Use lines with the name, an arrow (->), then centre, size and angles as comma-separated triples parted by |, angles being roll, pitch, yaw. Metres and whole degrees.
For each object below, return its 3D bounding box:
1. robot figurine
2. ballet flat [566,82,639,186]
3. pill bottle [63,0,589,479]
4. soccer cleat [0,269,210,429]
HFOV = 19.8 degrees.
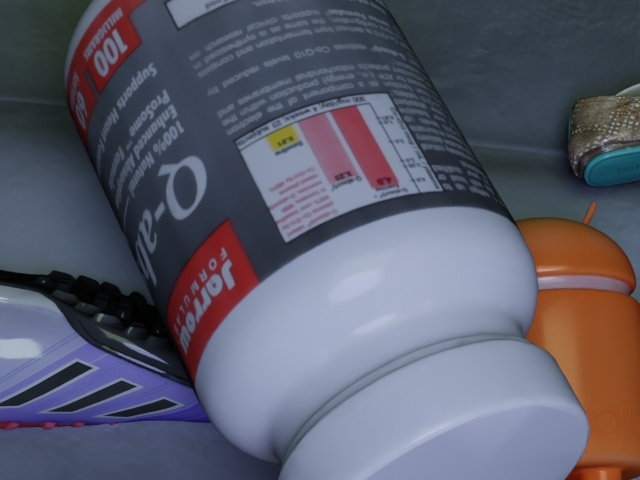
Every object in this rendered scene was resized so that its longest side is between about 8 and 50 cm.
robot figurine -> 0.146, 0.081, 1.162 | 0.158, 0.128, 0.219 | -16, 70, 35
ballet flat -> 0.266, -0.086, 1.258 | 0.206, 0.073, 0.067 | -5, 59, -11
pill bottle -> 0.000, 0.000, 1.078 | 0.210, 0.210, 0.363 | -20, 58, -12
soccer cleat -> -0.199, 0.075, 1.151 | 0.318, 0.108, 0.116 | 16, 98, -7
